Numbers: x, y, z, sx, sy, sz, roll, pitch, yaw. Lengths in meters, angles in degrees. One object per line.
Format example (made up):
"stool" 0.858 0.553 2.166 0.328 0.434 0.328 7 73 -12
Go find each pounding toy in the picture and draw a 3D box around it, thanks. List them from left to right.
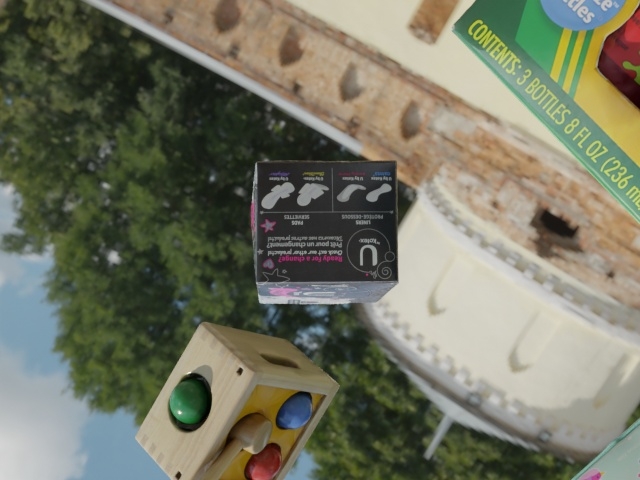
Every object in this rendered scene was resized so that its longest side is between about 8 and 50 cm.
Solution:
"pounding toy" -0.069 0.148 0.787 0.100 0.130 0.141 37 -170 37

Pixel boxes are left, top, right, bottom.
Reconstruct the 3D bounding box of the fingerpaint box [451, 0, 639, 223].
"fingerpaint box" 0.380 -0.124 0.697 0.445 0.371 0.163 50 -159 15

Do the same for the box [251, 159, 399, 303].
"box" 0.000 0.000 1.208 0.163 0.142 0.247 -1 171 -3

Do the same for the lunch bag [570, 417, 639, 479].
"lunch bag" 0.370 0.274 0.992 0.108 0.279 0.224 38 -166 -28
